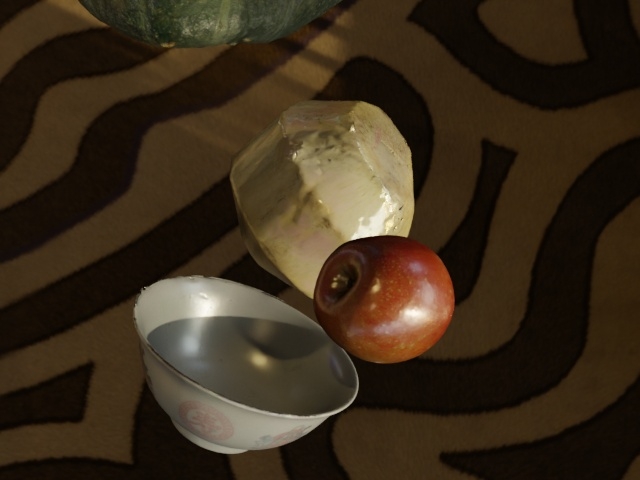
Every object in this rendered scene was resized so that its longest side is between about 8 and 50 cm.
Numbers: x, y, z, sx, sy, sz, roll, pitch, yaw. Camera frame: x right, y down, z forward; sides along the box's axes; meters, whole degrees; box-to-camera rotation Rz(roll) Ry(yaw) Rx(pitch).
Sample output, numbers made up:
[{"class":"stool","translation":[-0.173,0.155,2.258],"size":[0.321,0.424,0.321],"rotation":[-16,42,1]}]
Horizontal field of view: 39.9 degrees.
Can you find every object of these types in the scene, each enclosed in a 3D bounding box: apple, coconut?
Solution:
[{"class":"apple","translation":[0.084,0.074,1.185],"size":[0.181,0.168,0.181],"rotation":[-30,48,40]},{"class":"coconut","translation":[0.001,-0.060,1.520],"size":[0.352,0.352,0.353],"rotation":[-2,72,6]}]

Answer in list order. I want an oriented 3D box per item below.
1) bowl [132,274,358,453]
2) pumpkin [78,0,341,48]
[{"class":"bowl","translation":[-0.129,0.206,1.291],"size":[0.345,0.345,0.157],"rotation":[30,111,15]},{"class":"pumpkin","translation":[-0.093,-0.334,0.821],"size":[0.327,0.257,0.291],"rotation":[-27,66,-30]}]
